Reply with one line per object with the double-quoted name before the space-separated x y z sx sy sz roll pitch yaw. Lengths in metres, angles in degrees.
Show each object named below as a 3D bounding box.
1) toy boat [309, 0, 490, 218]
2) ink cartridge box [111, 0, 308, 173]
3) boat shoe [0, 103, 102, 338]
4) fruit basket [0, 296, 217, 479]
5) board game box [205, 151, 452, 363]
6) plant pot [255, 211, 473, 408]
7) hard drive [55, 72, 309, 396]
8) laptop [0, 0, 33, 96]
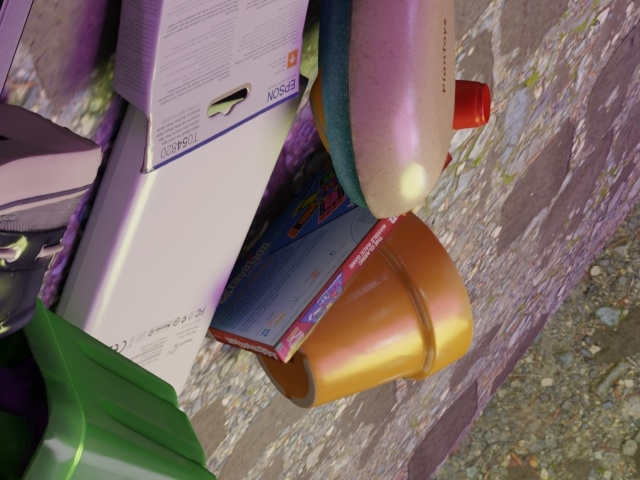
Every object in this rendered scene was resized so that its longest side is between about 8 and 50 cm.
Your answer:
"toy boat" 0.061 -0.147 1.559 0.318 0.148 0.267 20 72 -72
"ink cartridge box" -0.077 -0.189 1.297 0.223 0.045 0.224 -33 141 -50
"boat shoe" -0.264 0.004 1.046 0.340 0.127 0.158 -10 123 -64
"fruit basket" -0.302 0.226 1.211 0.392 0.283 0.392 -8 116 -16
"board game box" 0.000 0.000 1.661 0.281 0.145 0.027 -50 126 -21
"plant pot" 0.031 0.085 1.798 0.188 0.205 0.205 -30 149 -25
"hard drive" -0.143 0.016 1.473 0.233 0.047 0.353 -22 140 -58
"laptop" -0.134 -0.205 0.786 0.382 0.236 0.408 57 43 -59
